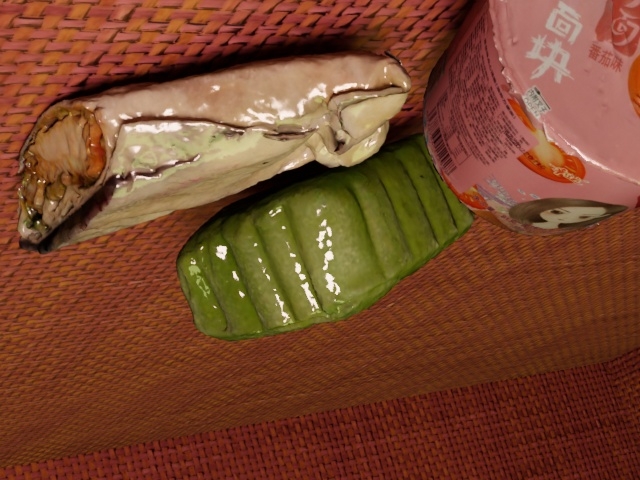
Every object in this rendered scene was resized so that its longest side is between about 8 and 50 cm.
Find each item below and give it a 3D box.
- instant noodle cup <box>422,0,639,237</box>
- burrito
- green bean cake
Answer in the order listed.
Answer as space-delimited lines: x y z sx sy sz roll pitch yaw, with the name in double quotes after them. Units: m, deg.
0.199 -0.119 0.890 0.243 0.243 0.231 -11 168 -16 "instant noodle cup"
-0.100 -0.078 0.940 0.348 0.107 0.175 -15 162 3 "burrito"
0.000 0.000 1.116 0.222 0.125 0.248 -17 -174 38 "green bean cake"
